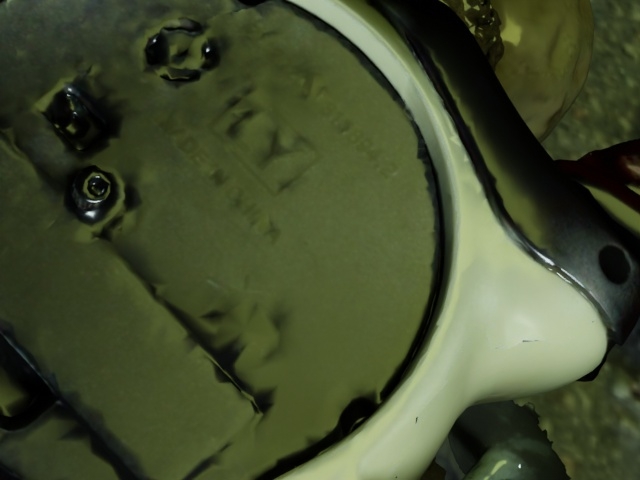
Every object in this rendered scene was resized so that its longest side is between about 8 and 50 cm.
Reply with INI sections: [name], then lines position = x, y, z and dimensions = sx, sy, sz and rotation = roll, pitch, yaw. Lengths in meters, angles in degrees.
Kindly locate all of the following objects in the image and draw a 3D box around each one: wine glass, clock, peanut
[wine glass]
position = 0.008, 0.124, 0.607
dimensions = 0.198, 0.066, 0.066
rotation = -31, 77, -38
[clock]
position = 0.053, 0.042, 0.492
dimensions = 0.379, 0.120, 0.276
rotation = 43, 72, 6
[peanut]
position = 0.075, -0.144, 0.781
dimensions = 0.123, 0.123, 0.256
rotation = 17, 51, -18

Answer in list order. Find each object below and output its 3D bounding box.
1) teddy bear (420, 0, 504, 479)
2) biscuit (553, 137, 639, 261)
[teddy bear]
position = 0.010, 0.010, 0.628
dimensions = 0.129, 0.182, 0.251
rotation = 52, 40, -44
[biscuit]
position = 0.205, -0.022, 0.810
dimensions = 0.151, 0.063, 0.235
rotation = 46, 47, 5
